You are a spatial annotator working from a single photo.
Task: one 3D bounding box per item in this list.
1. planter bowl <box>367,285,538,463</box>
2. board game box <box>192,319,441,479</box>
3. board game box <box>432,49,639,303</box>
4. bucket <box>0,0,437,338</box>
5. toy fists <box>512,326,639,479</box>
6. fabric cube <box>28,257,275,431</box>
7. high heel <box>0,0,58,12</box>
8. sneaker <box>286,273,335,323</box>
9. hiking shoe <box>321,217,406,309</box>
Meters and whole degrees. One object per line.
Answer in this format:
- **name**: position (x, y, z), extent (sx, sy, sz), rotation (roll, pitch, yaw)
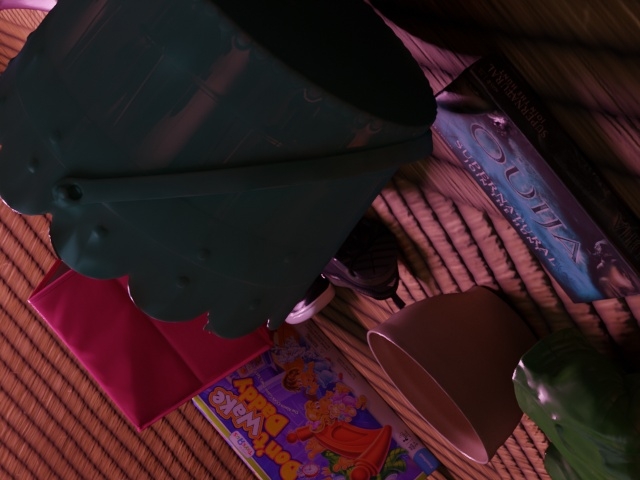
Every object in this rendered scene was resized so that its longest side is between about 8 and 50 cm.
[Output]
- **planter bowl**: position (0.137, 0.112, 1.085), extent (0.162, 0.109, 0.162), rotation (47, 167, 15)
- **board game box**: position (-0.008, 0.316, 1.902), extent (0.347, 0.233, 0.078), rotation (47, 168, 10)
- **board game box**: position (0.149, -0.038, 0.796), extent (0.186, 0.026, 0.126), rotation (50, 168, -2)
- **bucket**: position (-0.067, -0.092, 0.783), extent (0.281, 0.183, 0.281), rotation (33, -154, -18)
- **toy fists**: position (0.251, 0.181, 0.940), extent (0.142, 0.096, 0.279), rotation (49, 172, 39)
- **fabric cube**: position (-0.230, 0.074, 1.741), extent (0.258, 0.259, 0.254), rotation (53, -166, -13)
- **high heel**: position (-0.354, -0.369, 1.113), extent (0.181, 0.127, 0.377), rotation (13, 139, 15)
- **sneaker**: position (-0.060, 0.043, 1.633), extent (0.121, 0.079, 0.217), rotation (51, 169, -14)
- **hiking shoe**: position (0.000, 0.000, 1.284), extent (0.227, 0.086, 0.114), rotation (39, 161, 36)
